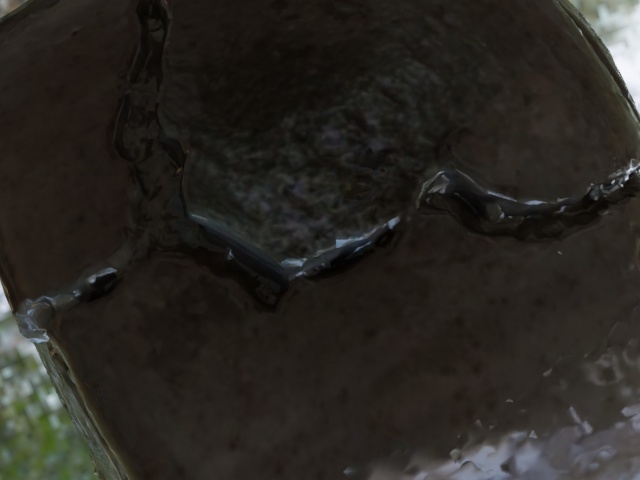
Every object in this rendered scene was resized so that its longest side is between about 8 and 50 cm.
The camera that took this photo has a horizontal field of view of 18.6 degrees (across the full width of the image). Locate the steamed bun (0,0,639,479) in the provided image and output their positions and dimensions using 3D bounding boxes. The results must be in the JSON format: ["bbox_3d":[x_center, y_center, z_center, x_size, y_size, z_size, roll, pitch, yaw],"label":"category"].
[{"bbox_3d":[0.000,0.000,0.701,0.251,0.301,0.199,-31,165,3],"label":"steamed bun"}]
